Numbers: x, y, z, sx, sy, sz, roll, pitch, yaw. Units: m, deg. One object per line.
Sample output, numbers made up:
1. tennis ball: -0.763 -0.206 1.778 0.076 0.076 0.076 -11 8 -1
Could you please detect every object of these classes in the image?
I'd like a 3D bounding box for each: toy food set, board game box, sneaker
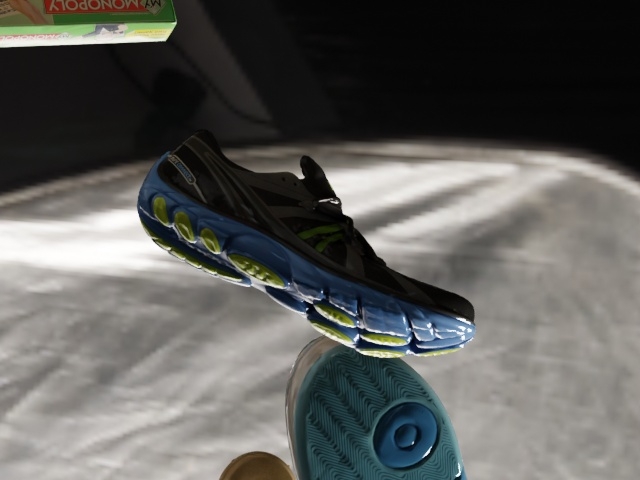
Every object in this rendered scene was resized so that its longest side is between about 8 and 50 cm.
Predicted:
1. toy food set: -0.055 0.223 1.511 0.082 0.020 0.083 12 79 -27
2. board game box: -0.319 -0.299 1.774 0.317 0.046 0.214 -4 71 -24
3. sneaker: 0.030 0.170 1.354 0.127 0.208 0.319 -32 121 -10
4. sneaker: 0.000 0.000 0.906 0.078 0.188 0.067 -62 179 -26
